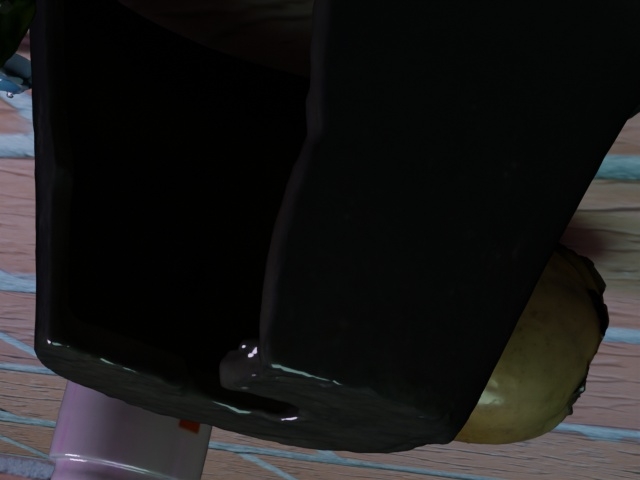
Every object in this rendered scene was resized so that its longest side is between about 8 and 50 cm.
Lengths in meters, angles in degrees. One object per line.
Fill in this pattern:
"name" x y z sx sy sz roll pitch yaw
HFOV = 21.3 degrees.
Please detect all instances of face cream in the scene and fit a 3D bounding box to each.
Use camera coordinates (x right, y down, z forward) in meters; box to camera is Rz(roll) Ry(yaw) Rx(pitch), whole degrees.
"face cream" -0.109 0.070 1.116 0.102 0.345 0.102 11 163 3

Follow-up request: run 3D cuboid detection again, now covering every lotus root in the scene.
"lotus root" 0.057 0.054 1.282 0.310 0.183 0.183 14 164 11

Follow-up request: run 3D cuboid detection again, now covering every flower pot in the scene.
"flower pot" -0.006 -0.030 0.891 0.379 0.251 0.379 10 164 3

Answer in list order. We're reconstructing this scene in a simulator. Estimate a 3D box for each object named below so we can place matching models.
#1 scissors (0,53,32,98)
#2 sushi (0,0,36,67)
"scissors" -0.373 -0.143 1.158 0.393 0.032 0.180 9 163 14
"sushi" -0.252 -0.193 0.642 0.352 0.178 0.294 27 156 -32
